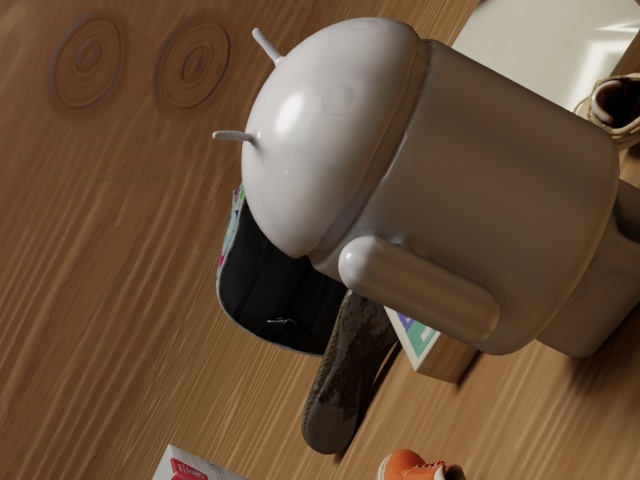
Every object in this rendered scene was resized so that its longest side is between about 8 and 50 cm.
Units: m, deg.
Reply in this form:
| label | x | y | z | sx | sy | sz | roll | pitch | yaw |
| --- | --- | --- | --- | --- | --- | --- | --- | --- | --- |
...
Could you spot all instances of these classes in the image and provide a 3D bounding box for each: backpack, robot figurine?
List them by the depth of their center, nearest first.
| label | x | y | z | sx | sy | sz | roll | pitch | yaw |
| --- | --- | --- | --- | --- | --- | --- | --- | --- | --- |
| robot figurine | 0.088 | -0.042 | 1.424 | 0.200 | 0.353 | 0.300 | -56 | 12 | 33 |
| backpack | 0.000 | 0.000 | 2.106 | 0.191 | 0.225 | 0.253 | -78 | 8 | -62 |

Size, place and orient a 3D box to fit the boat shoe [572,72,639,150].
| label | x | y | z | sx | sy | sz | roll | pitch | yaw |
| --- | --- | --- | --- | --- | --- | --- | --- | --- | --- |
| boat shoe | 0.252 | -0.113 | 1.528 | 0.170 | 0.059 | 0.063 | -7 | 68 | 64 |

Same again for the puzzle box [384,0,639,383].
| label | x | y | z | sx | sy | sz | roll | pitch | yaw |
| --- | --- | --- | --- | --- | --- | --- | --- | --- | --- |
| puzzle box | 0.172 | -0.098 | 1.773 | 0.409 | 0.052 | 0.272 | -58 | 30 | 23 |

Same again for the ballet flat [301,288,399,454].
| label | x | y | z | sx | sy | sz | roll | pitch | yaw |
| --- | --- | --- | --- | --- | --- | --- | --- | --- | --- |
| ballet flat | 0.043 | 0.117 | 2.018 | 0.058 | 0.084 | 0.250 | -124 | 55 | -76 |

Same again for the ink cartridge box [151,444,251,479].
| label | x | y | z | sx | sy | sz | roll | pitch | yaw |
| --- | --- | --- | --- | --- | --- | --- | --- | --- | --- |
| ink cartridge box | -0.106 | 0.321 | 1.969 | 0.127 | 0.176 | 0.128 | -65 | 10 | 3 |

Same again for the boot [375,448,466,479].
| label | x | y | z | sx | sy | sz | roll | pitch | yaw |
| --- | --- | --- | --- | --- | --- | --- | --- | --- | --- |
| boot | 0.096 | 0.216 | 1.594 | 0.084 | 0.059 | 0.158 | -56 | 21 | 18 |
